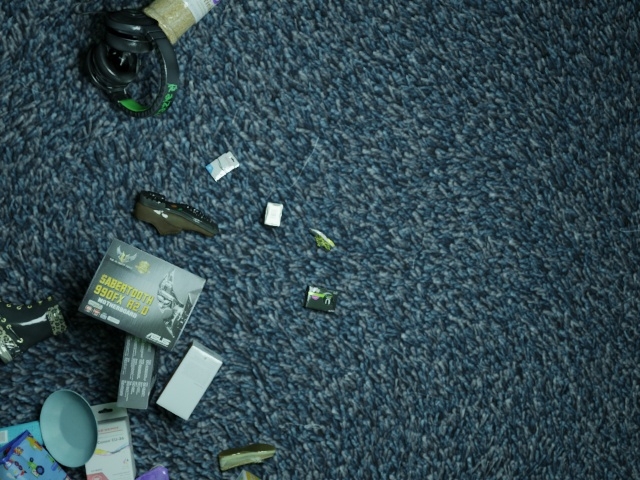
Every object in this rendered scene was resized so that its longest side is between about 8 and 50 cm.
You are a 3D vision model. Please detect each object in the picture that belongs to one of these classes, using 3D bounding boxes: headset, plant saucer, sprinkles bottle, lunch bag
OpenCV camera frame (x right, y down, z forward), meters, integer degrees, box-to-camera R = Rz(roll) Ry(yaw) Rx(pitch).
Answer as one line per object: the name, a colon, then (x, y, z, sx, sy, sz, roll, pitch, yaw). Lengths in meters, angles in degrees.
headset: (-0.491, -0.501, 1.729, 0.394, 0.243, 0.185, 52, 39, 6)
plant saucer: (-0.618, 0.465, 1.680, 0.195, 0.037, 0.194, 2, 94, 25)
sprinkles bottle: (-0.313, -0.685, 1.802, 0.121, 0.121, 0.355, 45, 82, -5)
lunch bag: (-0.789, 0.649, 1.661, 0.293, 0.138, 0.221, -33, 102, 11)

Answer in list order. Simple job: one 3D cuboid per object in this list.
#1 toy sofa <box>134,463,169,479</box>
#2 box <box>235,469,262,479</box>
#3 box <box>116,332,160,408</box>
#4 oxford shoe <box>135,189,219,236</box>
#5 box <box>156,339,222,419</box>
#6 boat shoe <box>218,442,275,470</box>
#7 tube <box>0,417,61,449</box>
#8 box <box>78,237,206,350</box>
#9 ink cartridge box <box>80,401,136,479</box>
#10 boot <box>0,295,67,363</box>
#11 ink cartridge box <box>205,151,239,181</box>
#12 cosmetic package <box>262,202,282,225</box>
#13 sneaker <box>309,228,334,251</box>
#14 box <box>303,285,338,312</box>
toy sofa: (-0.521, 0.730, 1.690, 0.363, 0.150, 0.177, -22, 93, -10)
box: (-0.214, 0.726, 1.761, 0.103, 0.114, 0.203, 35, 81, -7)
box: (-0.439, 0.243, 1.679, 0.077, 0.242, 0.307, 7, 86, -9)
oxford shoe: (-0.384, -0.051, 1.794, 0.227, 0.083, 0.096, 22, 107, -10)
box: (-0.339, 0.359, 1.747, 0.091, 0.130, 0.170, 33, 82, -8)
boat shoe: (-0.195, 0.582, 1.803, 0.153, 0.056, 0.048, -8, 98, -9)
tube: (-0.743, 0.496, 1.715, 0.207, 0.052, 0.080, -5, 96, -15)
box: (-0.404, 0.124, 1.539, 0.231, 0.056, 0.183, 26, 84, -8)
ink cartridge box: (-0.550, 0.525, 1.734, 0.115, 0.067, 0.198, -9, 89, -9)
boot: (-0.767, 0.170, 1.696, 0.179, 0.085, 0.236, -25, 90, -28)
ink cartridge box: (-0.267, -0.204, 1.835, 0.083, 0.028, 0.048, -37, 94, -10)
cosmetic package: (-0.131, -0.066, 1.809, 0.041, 0.115, 0.060, 9, 85, -8)
sneaker: (0.000, 0.000, 1.871, 0.083, 0.031, 0.035, 37, 83, -6)
box: (0.000, 0.161, 1.854, 0.083, 0.052, 0.062, 11, 85, -10)
